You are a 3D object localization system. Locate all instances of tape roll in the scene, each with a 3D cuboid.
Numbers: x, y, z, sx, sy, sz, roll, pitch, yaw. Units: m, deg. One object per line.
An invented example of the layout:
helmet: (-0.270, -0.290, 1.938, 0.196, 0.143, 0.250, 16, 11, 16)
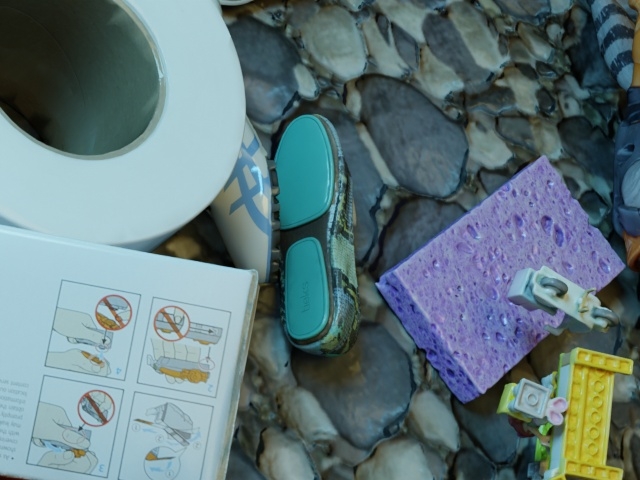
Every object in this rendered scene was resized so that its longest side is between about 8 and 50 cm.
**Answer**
tape roll: (-0.193, -0.079, 1.175, 0.246, 0.169, 0.246, 14, 62, -28)

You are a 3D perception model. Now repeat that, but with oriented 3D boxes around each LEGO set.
LEGO set: (0.133, 0.166, 1.334, 0.132, 0.107, 0.287, 35, 68, -9)

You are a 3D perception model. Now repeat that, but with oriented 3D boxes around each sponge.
sponge: (0.145, 0.027, 1.440, 0.210, 0.031, 0.117, -36, 91, -40)

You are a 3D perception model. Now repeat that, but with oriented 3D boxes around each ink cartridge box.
ink cartridge box: (-0.207, 0.072, 1.001, 0.309, 0.272, 0.130, 11, 77, -6)

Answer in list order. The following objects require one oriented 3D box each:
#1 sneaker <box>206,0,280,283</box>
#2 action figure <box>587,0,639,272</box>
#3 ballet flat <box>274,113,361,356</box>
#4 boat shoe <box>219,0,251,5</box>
sneaker: (-0.086, -0.076, 1.312, 0.086, 0.085, 0.237, -18, 82, -11)
action figure: (0.320, -0.077, 1.561, 0.341, 0.178, 0.330, 41, 47, -54)
ballet flat: (0.000, 0.000, 1.345, 0.070, 0.070, 0.188, 15, 63, -28)
boat shoe: (-0.056, -0.213, 1.415, 0.125, 0.038, 0.046, -20, 122, -33)
